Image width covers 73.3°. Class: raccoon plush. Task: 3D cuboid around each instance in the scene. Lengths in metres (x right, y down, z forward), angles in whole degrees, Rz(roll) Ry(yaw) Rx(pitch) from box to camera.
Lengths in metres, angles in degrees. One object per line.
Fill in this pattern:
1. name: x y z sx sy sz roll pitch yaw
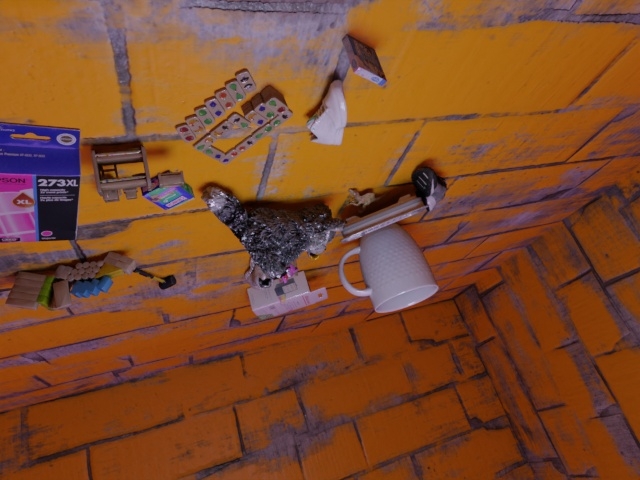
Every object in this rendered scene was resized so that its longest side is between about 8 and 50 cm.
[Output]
1. raccoon plush: -0.110 -0.066 1.324 0.299 0.216 0.446 -36 149 0

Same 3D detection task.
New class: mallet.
1. mallet: -0.600 0.132 1.569 0.063 0.039 0.189 -21 153 7

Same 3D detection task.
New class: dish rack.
1. dish rack: 0.221 -0.084 1.594 0.333 0.072 0.285 -21 176 5

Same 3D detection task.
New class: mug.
1. mug: 0.257 0.111 1.801 0.375 0.327 0.276 -13 156 -12

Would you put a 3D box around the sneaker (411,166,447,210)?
1. sneaker: 0.397 -0.201 1.538 0.108 0.100 0.271 -36 158 4

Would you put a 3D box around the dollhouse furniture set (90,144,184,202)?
1. dollhouse furniture set: -0.430 -0.161 1.024 0.182 0.101 0.161 -10 179 -22

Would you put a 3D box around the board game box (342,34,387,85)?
1. board game box: 0.093 -0.377 0.904 0.090 0.090 0.020 4 152 -42

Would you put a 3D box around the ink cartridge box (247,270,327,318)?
1. ink cartridge box: -0.151 0.257 2.070 0.354 0.119 0.207 -17 156 -3

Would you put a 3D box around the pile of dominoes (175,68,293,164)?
1. pile of dominoes: -0.196 -0.264 0.997 0.251 0.040 0.196 -30 154 23

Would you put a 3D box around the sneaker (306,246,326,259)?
1. sneaker: 0.000 0.000 1.658 0.088 0.092 0.225 -10 154 -21

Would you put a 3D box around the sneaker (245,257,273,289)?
1. sneaker: -0.247 0.157 1.787 0.110 0.118 0.292 -13 158 -18

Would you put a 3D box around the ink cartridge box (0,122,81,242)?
1. ink cartridge box: -0.644 -0.112 0.968 0.176 0.069 0.371 -3 149 -33

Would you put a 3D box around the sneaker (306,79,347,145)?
1. sneaker: 0.012 -0.298 1.047 0.094 0.080 0.212 -4 156 -5

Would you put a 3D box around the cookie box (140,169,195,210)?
1. cookie box: -0.402 -0.128 1.135 0.092 0.040 0.107 -24 157 9

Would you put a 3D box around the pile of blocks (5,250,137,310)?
1. pile of blocks: -0.750 0.146 1.337 0.363 0.148 0.112 -14 156 -13

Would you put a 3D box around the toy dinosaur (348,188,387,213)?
1. toy dinosaur: 0.162 -0.140 1.524 0.183 0.053 0.093 2 148 -40

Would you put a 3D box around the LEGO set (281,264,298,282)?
1. LEGO set: -0.149 0.030 1.586 0.093 0.087 0.227 -29 115 -13

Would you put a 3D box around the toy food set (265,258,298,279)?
1. toy food set: -0.166 0.089 1.691 0.039 0.132 0.192 -11 172 34
